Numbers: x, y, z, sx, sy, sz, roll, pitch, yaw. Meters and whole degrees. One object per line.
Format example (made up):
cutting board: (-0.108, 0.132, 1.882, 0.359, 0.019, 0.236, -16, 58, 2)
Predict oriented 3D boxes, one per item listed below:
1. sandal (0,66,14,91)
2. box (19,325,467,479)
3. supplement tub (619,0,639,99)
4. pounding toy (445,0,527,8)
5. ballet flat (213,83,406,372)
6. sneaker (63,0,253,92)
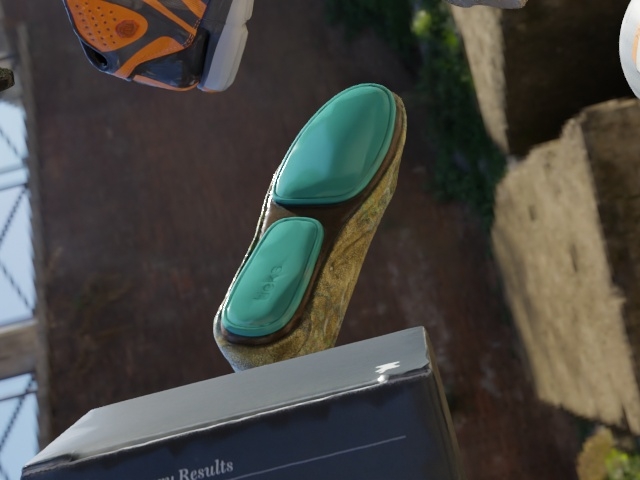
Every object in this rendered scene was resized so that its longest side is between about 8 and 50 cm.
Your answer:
sandal: (-0.264, -0.064, 0.802, 0.179, 0.067, 0.040, -38, -54, -40)
box: (-0.011, 0.298, 0.974, 0.212, 0.293, 0.396, -54, -50, -84)
supplement tub: (0.416, -0.165, 1.252, 0.316, 0.193, 0.194, -98, -6, -69)
pounding toy: (0.044, -0.272, 0.793, 0.269, 0.155, 0.154, 32, 177, -5)
ballet flat: (0.000, 0.000, 1.221, 0.123, 0.123, 0.348, 75, -150, -44)
sneaker: (-0.138, -0.277, 1.121, 0.124, 0.180, 0.321, -119, 38, -57)
